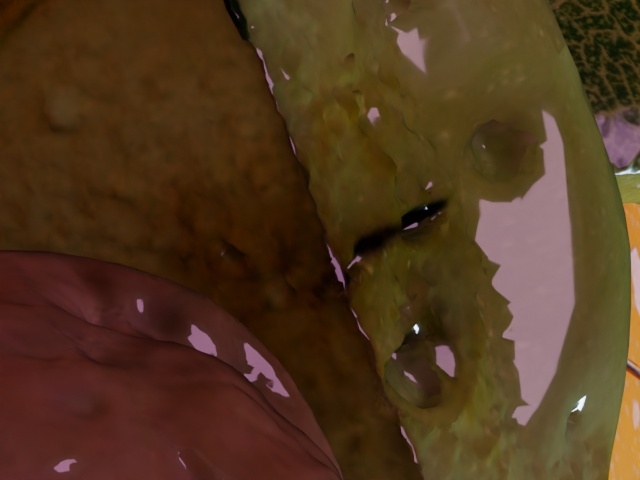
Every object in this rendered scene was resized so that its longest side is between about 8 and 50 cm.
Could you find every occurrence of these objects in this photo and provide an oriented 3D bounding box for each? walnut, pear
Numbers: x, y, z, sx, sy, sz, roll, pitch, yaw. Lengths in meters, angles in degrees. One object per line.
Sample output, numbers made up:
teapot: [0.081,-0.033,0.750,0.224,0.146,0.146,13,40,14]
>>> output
walnut: [-0.093,0.125,0.646,0.248,0.248,0.248,30,54,-54]
pear: [0.000,0.000,0.869,0.318,0.238,0.342,-42,115,-55]

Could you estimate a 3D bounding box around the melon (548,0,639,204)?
melon: [0.110,-0.089,1.165,0.331,0.226,0.343,43,22,17]
